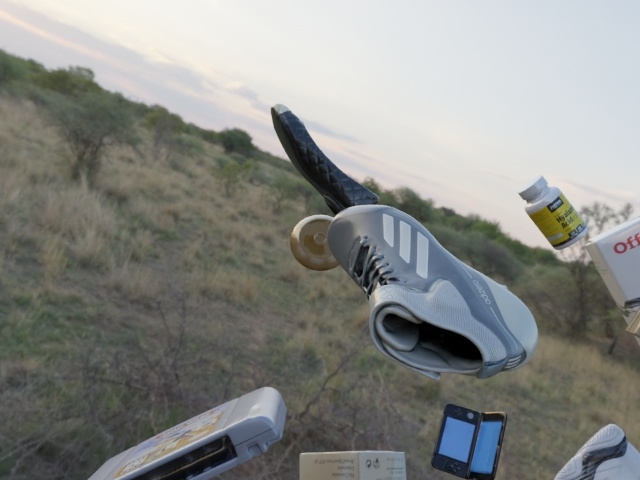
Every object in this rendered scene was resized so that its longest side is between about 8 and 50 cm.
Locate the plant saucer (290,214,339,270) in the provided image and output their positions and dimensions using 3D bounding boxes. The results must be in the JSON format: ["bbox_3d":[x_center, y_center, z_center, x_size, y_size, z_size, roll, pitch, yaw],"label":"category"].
[{"bbox_3d":[0.000,0.000,0.810,0.083,0.083,0.015,21,-22,7],"label":"plant saucer"}]

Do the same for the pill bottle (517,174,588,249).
[{"bbox_3d":[0.377,-0.047,0.976,0.116,0.065,0.065,51,5,-2],"label":"pill bottle"}]

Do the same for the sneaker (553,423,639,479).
[{"bbox_3d":[0.572,0.586,1.255,0.210,0.366,0.137,43,3,30],"label":"sneaker"}]

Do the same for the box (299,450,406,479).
[{"bbox_3d":[0.055,0.501,0.951,0.148,0.311,0.121,-21,-29,40],"label":"box"}]

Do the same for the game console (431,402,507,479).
[{"bbox_3d":[0.263,0.354,1.061,0.107,0.122,0.071,15,-26,15],"label":"game console"}]

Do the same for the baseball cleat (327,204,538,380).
[{"bbox_3d":[0.055,0.027,0.435,0.109,0.072,0.205,-6,26,-42],"label":"baseball cleat"}]

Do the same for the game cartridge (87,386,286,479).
[{"bbox_3d":[-0.191,0.295,0.828,0.297,0.062,0.198,-25,3,-2],"label":"game cartridge"}]

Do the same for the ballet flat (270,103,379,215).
[{"bbox_3d":[0.000,-0.094,0.703,0.173,0.049,0.057,52,-13,7],"label":"ballet flat"}]

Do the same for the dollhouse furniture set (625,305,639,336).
[{"bbox_3d":[0.484,0.099,0.736,0.151,0.123,0.144,31,6,20],"label":"dollhouse furniture set"}]

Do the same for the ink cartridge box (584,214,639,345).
[{"bbox_3d":[0.804,0.113,1.282,0.395,0.285,0.166,64,14,10],"label":"ink cartridge box"}]
